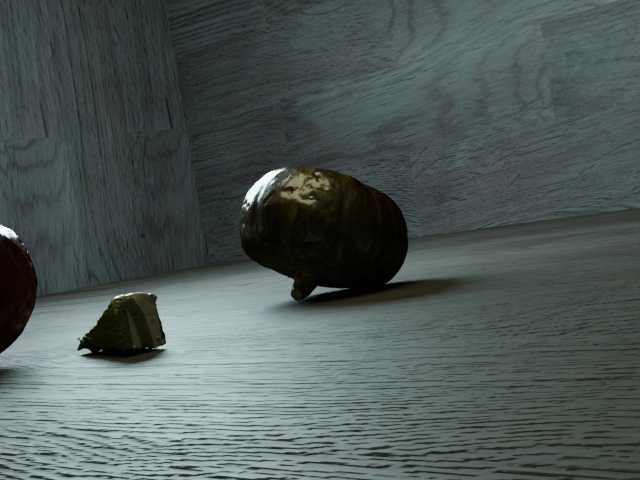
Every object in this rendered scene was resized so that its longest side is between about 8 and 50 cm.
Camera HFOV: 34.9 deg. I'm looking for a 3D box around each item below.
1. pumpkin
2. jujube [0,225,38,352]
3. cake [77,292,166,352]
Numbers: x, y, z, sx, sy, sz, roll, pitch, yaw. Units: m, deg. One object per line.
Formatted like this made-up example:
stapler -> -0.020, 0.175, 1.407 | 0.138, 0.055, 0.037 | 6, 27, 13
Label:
pumpkin -> 0.000, 0.000, 1.263 | 0.219, 0.162, 0.219 | 13, -11, 3
jujube -> -0.400, 0.061, 0.987 | 0.243, 0.183, 0.183 | -18, 5, -28
cake -> -0.194, 0.096, 0.982 | 0.051, 0.055, 0.140 | -12, -15, -32
